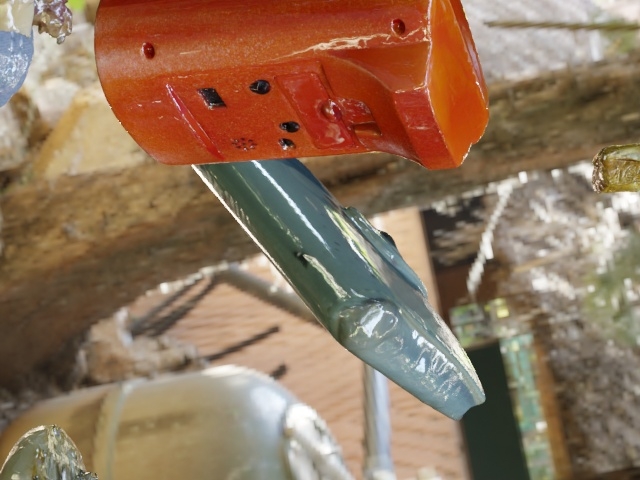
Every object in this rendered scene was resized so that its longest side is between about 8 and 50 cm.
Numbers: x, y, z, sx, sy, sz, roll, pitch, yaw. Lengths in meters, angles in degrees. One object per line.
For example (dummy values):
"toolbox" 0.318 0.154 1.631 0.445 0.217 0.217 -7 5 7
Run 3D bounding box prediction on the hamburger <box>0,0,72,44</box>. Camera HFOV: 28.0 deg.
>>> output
"hamburger" -0.349 -0.296 1.084 0.155 0.282 0.245 -81 177 -62

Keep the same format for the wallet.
"wallet" 0.000 0.000 1.091 0.252 0.083 0.360 36 11 -49

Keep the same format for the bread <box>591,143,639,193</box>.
"bread" 0.361 -0.084 1.529 0.132 0.074 0.053 23 66 -81

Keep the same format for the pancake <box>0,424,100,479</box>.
"pancake" -0.289 0.396 1.354 0.382 0.071 0.382 0 90 -84

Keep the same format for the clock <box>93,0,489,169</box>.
"clock" -0.012 -0.069 0.565 0.113 0.155 0.061 54 38 -58

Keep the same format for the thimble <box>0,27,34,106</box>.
"thimble" -0.600 -0.320 2.094 0.172 0.236 0.205 13 74 -55
